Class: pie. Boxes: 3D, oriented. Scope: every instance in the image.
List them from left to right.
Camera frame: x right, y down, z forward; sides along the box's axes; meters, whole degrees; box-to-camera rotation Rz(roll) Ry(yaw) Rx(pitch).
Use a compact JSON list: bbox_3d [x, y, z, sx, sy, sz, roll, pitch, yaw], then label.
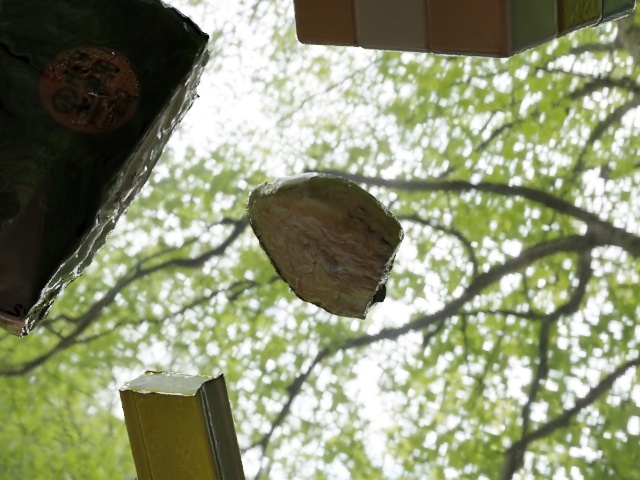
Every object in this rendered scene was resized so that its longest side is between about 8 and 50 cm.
[{"bbox_3d":[-0.002,0.003,1.042,0.185,0.052,0.218,26,-31,5],"label":"pie"}]

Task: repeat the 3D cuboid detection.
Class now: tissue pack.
[{"bbox_3d":[-0.265,-0.113,0.610,0.332,0.245,0.123,31,-23,-3],"label":"tissue pack"}]

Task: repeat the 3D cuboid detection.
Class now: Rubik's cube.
[{"bbox_3d":[0.184,-0.440,1.233,0.347,0.347,0.344,15,-60,40],"label":"Rubik's cube"}]

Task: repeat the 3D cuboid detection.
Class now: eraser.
[{"bbox_3d":[-0.185,0.291,1.289,0.158,0.069,0.226,-3,-77,34],"label":"eraser"}]
